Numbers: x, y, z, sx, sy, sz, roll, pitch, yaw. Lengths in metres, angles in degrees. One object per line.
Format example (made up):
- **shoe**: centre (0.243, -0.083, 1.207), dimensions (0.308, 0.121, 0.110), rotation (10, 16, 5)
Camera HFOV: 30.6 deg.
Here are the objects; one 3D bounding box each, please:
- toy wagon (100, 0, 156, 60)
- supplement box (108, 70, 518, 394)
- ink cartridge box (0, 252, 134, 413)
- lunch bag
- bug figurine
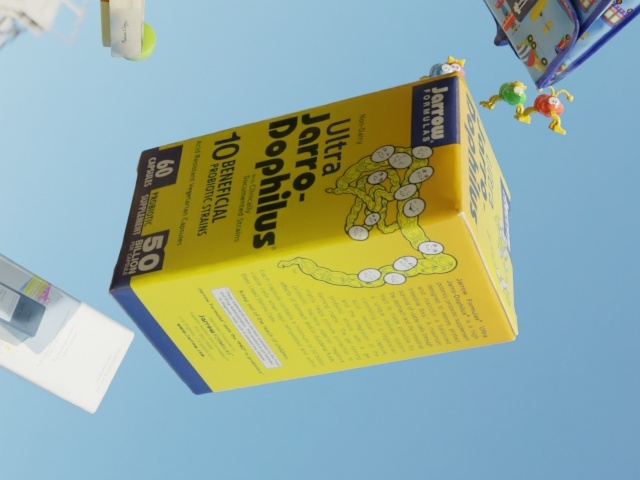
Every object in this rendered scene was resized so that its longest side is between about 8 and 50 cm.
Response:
- **toy wagon**: centre (-0.239, -0.407, 1.497), dimensions (0.267, 0.068, 0.345), rotation (111, -20, -65)
- **supplement box**: centre (0.000, 0.000, 1.179), dimensions (0.356, 0.195, 0.194), rotation (-12, -133, 18)
- **ink cartridge box**: centre (-0.428, 0.070, 1.423), dimensions (0.207, 0.353, 0.119), rotation (9, -113, 53)
- **lunch bag**: centre (0.329, -0.366, 1.580), dimensions (0.293, 0.138, 0.221), rotation (-49, -118, 45)
- **bug figurine**: centre (0.286, -0.260, 2.002), dimensions (0.216, 0.278, 0.072), rotation (-116, -138, -76)
